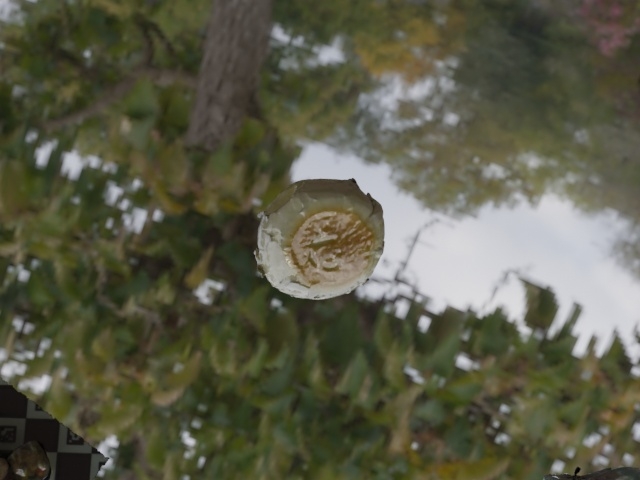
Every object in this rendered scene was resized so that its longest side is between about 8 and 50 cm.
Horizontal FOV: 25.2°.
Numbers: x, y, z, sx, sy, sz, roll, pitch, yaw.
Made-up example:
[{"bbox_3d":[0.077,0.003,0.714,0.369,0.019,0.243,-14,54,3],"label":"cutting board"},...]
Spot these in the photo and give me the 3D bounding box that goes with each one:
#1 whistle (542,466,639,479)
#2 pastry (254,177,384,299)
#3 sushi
[{"bbox_3d":[0.437,0.345,1.835,0.348,0.189,0.189,24,-166,-29],"label":"whistle"},{"bbox_3d":[0.000,0.000,1.694,0.166,0.166,0.088,15,-164,-18],"label":"pastry"},{"bbox_3d":[-0.446,0.319,1.946,0.220,0.231,0.047,35,161,8],"label":"sushi"}]
